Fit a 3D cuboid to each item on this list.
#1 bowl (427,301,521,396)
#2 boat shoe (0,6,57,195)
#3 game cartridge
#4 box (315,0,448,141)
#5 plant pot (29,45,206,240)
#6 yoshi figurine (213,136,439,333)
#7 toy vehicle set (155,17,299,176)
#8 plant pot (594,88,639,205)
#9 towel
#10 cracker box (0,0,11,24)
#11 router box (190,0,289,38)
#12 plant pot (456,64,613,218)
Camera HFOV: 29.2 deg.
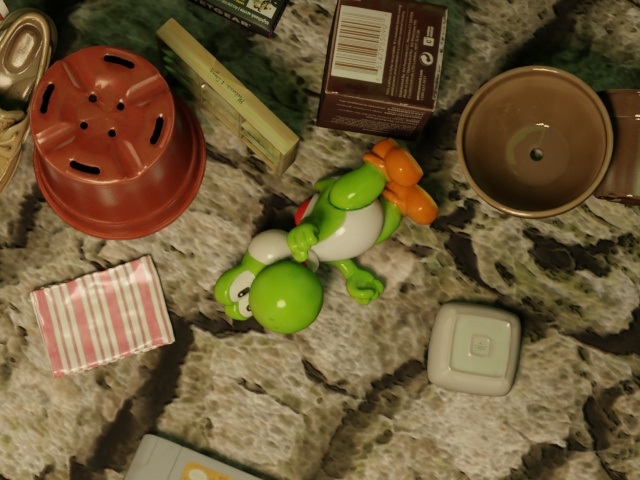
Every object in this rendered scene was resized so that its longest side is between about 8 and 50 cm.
[{"bbox_3d":[0.242,0.166,1.906,0.142,0.053,0.142,10,80,0],"label":"bowl"},{"bbox_3d":[-0.491,-0.188,1.833,0.122,0.110,0.341,19,97,-15],"label":"boat shoe"},{"bbox_3d":[-0.162,0.426,1.804,0.297,0.062,0.198,22,52,0],"label":"game cartridge"},{"bbox_3d":[0.091,-0.265,1.886,0.167,0.203,0.168,8,81,-2],"label":"box"},{"bbox_3d":[-0.309,-0.155,1.814,0.272,0.265,0.272,1,81,-4],"label":"plant pot"},{"bbox_3d":[0.016,0.020,1.847,0.362,0.203,0.203,-36,92,-5],"label":"yoshi figurine"},{"bbox_3d":[-0.142,-0.216,1.883,0.267,0.166,0.035,43,81,4],"label":"toy vehicle set"},{"bbox_3d":[0.500,-0.141,1.922,0.167,0.167,0.165,9,88,-2],"label":"plant pot"},{"bbox_3d":[-0.335,0.117,1.889,0.197,0.029,0.144,-17,83,-6],"label":"towel"},{"bbox_3d":[-0.569,-0.279,1.887,0.232,0.067,0.155,-31,109,-9],"label":"cracker box"},{"bbox_3d":[-0.133,-0.425,1.977,0.179,0.046,0.133,26,81,1],"label":"router box"},{"bbox_3d":[0.336,-0.146,1.917,0.237,0.110,0.237,-2,82,13],"label":"plant pot"}]
